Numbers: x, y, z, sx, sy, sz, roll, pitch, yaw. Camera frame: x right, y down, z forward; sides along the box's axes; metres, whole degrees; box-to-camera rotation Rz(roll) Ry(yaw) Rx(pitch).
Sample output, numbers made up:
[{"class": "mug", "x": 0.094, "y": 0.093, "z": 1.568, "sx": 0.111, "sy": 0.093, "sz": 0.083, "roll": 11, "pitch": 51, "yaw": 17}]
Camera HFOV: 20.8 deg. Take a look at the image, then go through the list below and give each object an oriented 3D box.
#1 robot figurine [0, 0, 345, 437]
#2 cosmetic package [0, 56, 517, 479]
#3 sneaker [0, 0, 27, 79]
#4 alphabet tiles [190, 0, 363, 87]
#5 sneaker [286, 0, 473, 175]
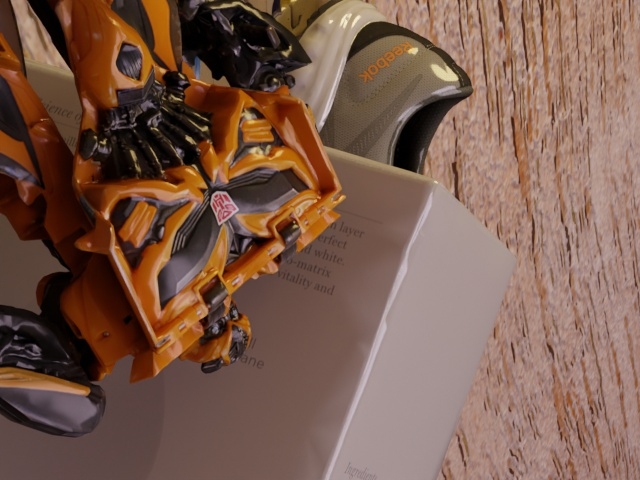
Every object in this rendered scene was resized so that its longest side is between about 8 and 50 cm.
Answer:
[{"class": "robot figurine", "x": -0.099, "y": -0.076, "z": 0.615, "sx": 0.211, "sy": 0.085, "sz": 0.291, "roll": -42, "pitch": 107, "yaw": -34}, {"class": "cosmetic package", "x": -0.064, "y": 0.062, "z": 0.785, "sx": 0.138, "sy": 0.224, "sz": 0.224, "roll": 32, "pitch": 78, "yaw": -65}, {"class": "sneaker", "x": -0.191, "y": -0.010, "z": 0.634, "sx": 0.163, "sy": 0.086, "sz": 0.226, "roll": -15, "pitch": 119, "yaw": -63}, {"class": "alphabet tiles", "x": -0.021, "y": -0.209, "z": 0.951, "sx": 0.285, "sy": 0.011, "sz": 0.342, "roll": -46, "pitch": 145, "yaw": -44}, {"class": "sneaker", "x": 0.000, "y": 0.000, "z": 1.010, "sx": 0.271, "sy": 0.108, "sz": 0.100, "roll": -68, "pitch": 162, "yaw": 10}]
